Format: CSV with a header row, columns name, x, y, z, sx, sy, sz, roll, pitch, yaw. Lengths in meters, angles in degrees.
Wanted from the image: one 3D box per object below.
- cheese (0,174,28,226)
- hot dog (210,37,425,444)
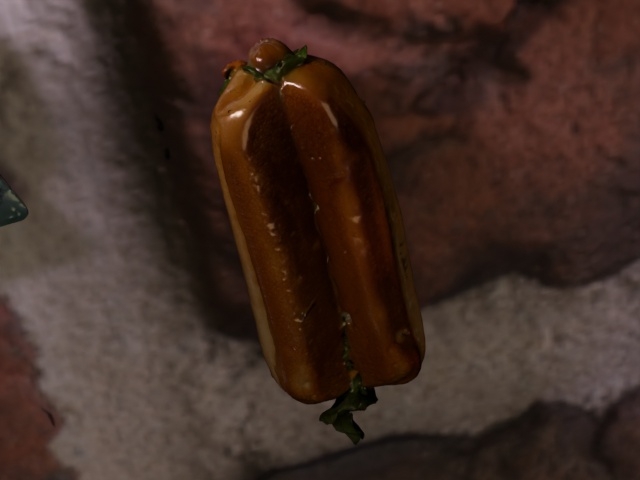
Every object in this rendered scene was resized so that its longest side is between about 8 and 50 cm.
name,x,y,z,sx,sy,sz,roll,pitch,yaw
cheese,-0.162,-0.051,0.632,0.067,0.026,0.121,-16,123,-1
hot dog,0.000,0.000,0.679,0.072,0.055,0.188,-13,123,0
